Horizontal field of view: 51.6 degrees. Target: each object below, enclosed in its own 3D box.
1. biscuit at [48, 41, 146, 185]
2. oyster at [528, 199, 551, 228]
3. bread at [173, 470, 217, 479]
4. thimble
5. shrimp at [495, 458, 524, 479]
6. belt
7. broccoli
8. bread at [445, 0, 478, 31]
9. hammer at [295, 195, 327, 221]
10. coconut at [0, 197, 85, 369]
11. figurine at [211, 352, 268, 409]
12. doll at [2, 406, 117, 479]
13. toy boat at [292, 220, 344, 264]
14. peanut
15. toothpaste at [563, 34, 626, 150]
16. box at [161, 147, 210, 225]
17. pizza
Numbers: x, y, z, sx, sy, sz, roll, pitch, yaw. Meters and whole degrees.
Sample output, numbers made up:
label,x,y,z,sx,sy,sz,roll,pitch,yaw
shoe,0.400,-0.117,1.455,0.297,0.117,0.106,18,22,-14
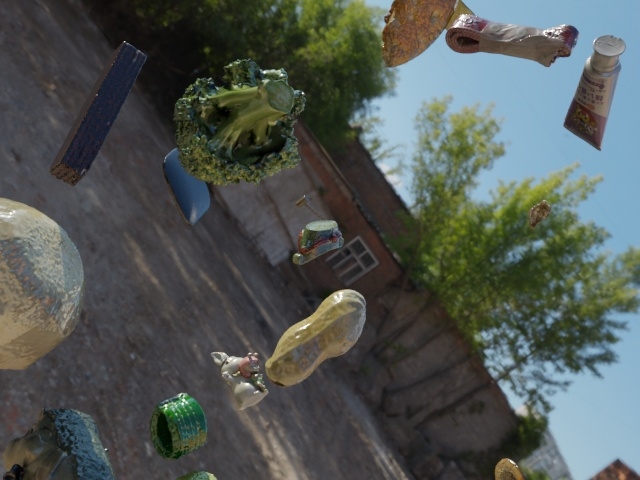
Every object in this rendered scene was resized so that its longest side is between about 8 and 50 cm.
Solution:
label,x,y,z,sx,sy,sz,roll,pitch,yaw
biscuit,-0.551,-0.315,1.642,0.073,0.389,0.107,31,-25,-29
oyster,0.651,-0.080,1.982,0.051,0.093,0.034,48,29,8
bread,-0.274,0.543,1.372,0.114,0.129,0.111,-9,91,-67
thimble,-0.302,0.396,1.407,0.118,0.090,0.130,-2,-81,47
shrimp,0.476,0.616,1.616,0.045,0.095,0.163,11,57,-38
belt,0.333,-0.351,1.166,0.232,0.053,0.071,18,-31,32
broccoli,-0.152,-0.234,1.345,0.235,0.259,0.288,40,54,-60
bread,0.311,-0.490,1.414,0.084,0.109,0.080,49,-38,5
hammer,-0.018,-0.080,1.840,0.110,0.035,0.019,40,33,-22
coconut,-0.751,0.115,1.504,0.415,0.415,0.344,54,17,9
figurine,-0.171,0.291,1.472,0.146,0.098,0.081,59,-2,26
doll,-0.566,0.525,1.444,0.247,0.247,0.350,55,6,-42
toy boat,0.000,-0.001,1.466,0.089,0.071,0.185,17,22,30
peanut,-0.005,0.229,1.534,0.130,0.290,0.130,49,-15,18
toothpaste,0.616,-0.324,1.491,0.114,0.073,0.299,42,-18,29
box,-0.392,-0.162,1.926,0.201,0.042,0.213,-64,135,-65
pizza,0.174,-0.409,1.128,0.127,0.247,0.058,9,14,-27
